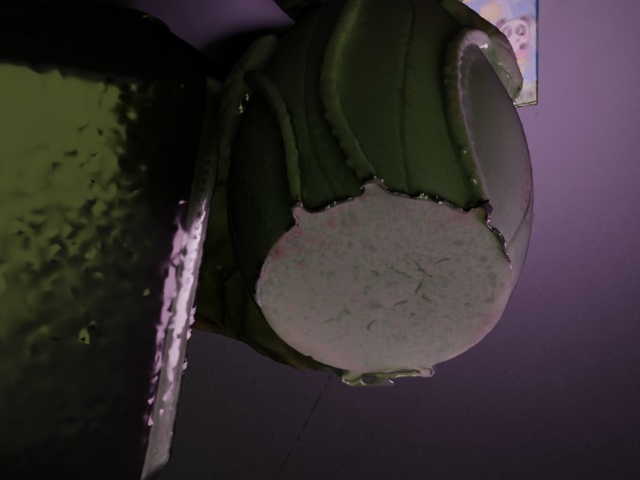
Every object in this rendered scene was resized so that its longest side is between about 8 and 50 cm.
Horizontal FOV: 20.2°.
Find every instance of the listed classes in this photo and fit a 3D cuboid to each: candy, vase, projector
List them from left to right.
[{"bbox_3d":[-0.319,-0.008,1.482,0.405,0.242,0.395,4,108,-22],"label":"projector"},{"bbox_3d":[0.043,-0.109,1.422,0.250,0.445,0.250,0,132,-1],"label":"vase"},{"bbox_3d":[0.151,-0.215,1.684,0.097,0.062,0.194,-11,117,-15],"label":"candy"}]

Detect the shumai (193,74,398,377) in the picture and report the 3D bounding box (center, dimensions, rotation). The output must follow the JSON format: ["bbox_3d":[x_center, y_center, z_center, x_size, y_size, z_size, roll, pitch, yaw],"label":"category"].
[{"bbox_3d":[0.000,0.000,1.615,0.304,0.263,0.309,2,114,-24],"label":"shumai"}]
